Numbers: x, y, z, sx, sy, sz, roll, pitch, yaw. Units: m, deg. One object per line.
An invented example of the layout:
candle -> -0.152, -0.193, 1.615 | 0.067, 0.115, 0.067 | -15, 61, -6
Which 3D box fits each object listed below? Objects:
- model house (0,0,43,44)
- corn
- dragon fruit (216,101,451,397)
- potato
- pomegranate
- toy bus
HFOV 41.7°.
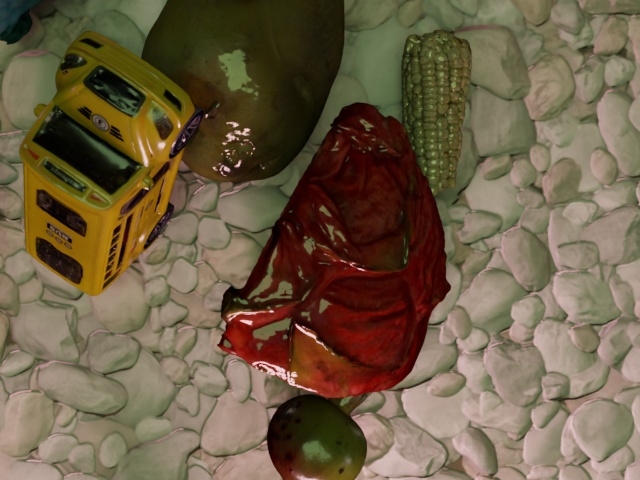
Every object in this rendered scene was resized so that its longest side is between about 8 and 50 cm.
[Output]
model house -> -0.364, -0.410, 0.968 | 0.241, 0.226, 0.261 | -35, 91, 0
corn -> 0.143, -0.152, 1.038 | 0.086, 0.087, 0.211 | 0, 96, 1
dragon fruit -> 0.000, 0.000, 0.980 | 0.240, 0.302, 0.331 | 15, 99, 33
potato -> -0.079, -0.240, 0.976 | 0.218, 0.202, 0.351 | 20, 91, -2
pomegranate -> -0.001, 0.230, 1.034 | 0.129, 0.129, 0.160 | 10, 86, 1
toy bus -> -0.241, -0.068, 0.924 | 0.145, 0.331, 0.151 | 35, 59, 1
